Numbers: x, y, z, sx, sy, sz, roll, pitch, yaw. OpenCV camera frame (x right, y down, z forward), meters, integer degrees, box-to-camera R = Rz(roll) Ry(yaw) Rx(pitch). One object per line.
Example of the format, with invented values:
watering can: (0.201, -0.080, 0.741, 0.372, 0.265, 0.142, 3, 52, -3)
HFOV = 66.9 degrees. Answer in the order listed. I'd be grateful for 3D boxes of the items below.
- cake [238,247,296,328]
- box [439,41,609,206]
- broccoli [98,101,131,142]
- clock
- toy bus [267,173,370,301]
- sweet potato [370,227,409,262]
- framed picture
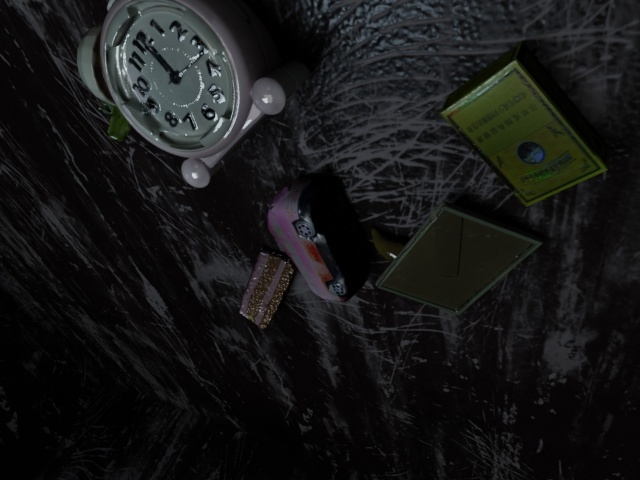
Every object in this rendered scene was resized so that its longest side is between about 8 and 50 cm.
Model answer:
cake: (-0.151, 0.139, 1.360, 0.115, 0.113, 0.295, 26, 136, 4)
box: (0.310, -0.167, 0.738, 0.220, 0.064, 0.141, 41, 140, -16)
broccoli: (-0.398, -0.276, 1.013, 0.167, 0.160, 0.154, 20, 170, -4)
clock: (-0.229, -0.301, 0.834, 0.326, 0.184, 0.342, 43, 122, -15)
toy bus: (0.000, 0.000, 1.076, 0.147, 0.127, 0.303, 0, 133, 38)
sweet potato: (0.213, 0.048, 1.050, 0.249, 0.059, 0.069, 29, 162, -4)
framed picture: (0.266, 0.049, 0.984, 0.211, 0.020, 0.289, 19, 140, -10)
